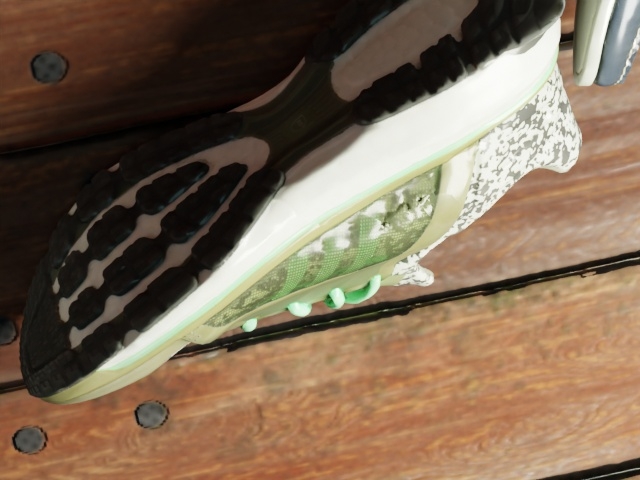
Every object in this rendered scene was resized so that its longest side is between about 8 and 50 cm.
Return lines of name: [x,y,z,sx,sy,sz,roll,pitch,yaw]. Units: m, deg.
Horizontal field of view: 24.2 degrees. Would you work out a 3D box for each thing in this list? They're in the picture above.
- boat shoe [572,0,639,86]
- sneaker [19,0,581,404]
boat shoe: [0.214,-0.211,0.902,0.079,0.095,0.254,13,96,-8]
sneaker: [0.000,0.000,0.929,0.410,0.158,0.182,-33,130,9]
